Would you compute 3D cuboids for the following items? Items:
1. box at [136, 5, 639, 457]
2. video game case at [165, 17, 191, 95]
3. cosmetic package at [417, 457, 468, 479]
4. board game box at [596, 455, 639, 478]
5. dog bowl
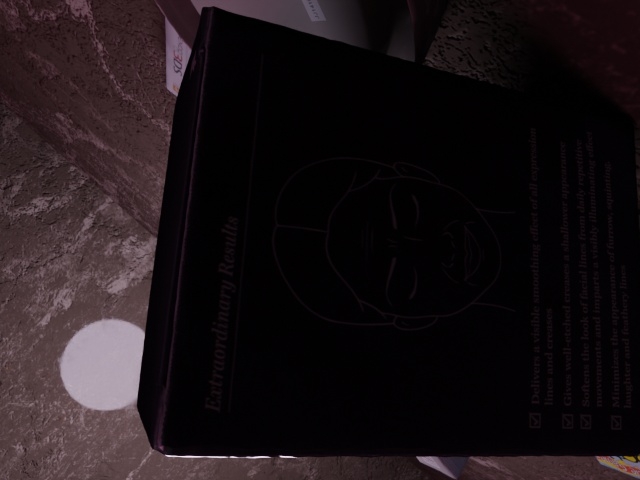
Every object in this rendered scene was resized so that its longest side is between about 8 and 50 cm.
[{"bbox_3d":[0.059,0.023,0.493,0.396,0.293,0.212,9,168,-20],"label":"box"},{"bbox_3d":[-0.101,-0.216,0.841,0.329,0.036,0.300,38,160,-3],"label":"video game case"},{"bbox_3d":[0.287,0.360,1.159,0.107,0.238,0.127,9,143,47],"label":"cosmetic package"},{"bbox_3d":[0.424,0.200,0.725,0.142,0.144,0.275,7,145,52],"label":"board game box"},{"bbox_3d":[-0.033,-0.261,0.541,0.349,0.102,0.348,32,159,13],"label":"dog bowl"}]
